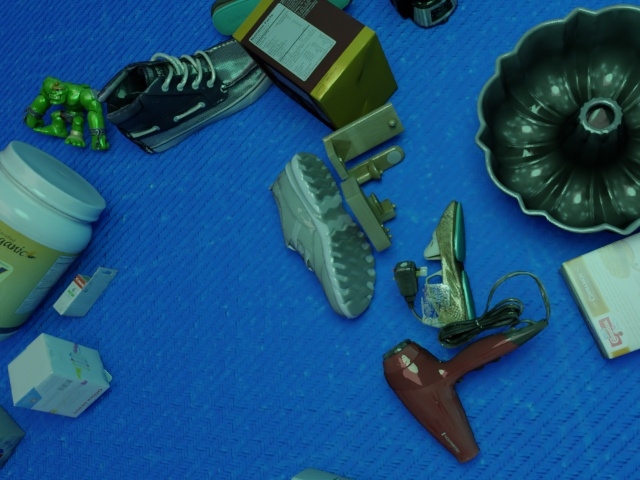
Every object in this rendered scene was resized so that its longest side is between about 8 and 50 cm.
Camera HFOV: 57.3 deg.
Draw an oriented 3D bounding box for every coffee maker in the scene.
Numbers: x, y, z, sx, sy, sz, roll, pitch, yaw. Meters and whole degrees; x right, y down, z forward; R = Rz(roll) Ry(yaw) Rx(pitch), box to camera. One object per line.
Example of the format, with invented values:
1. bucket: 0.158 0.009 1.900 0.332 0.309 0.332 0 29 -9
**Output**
1. coffee maker: 0.153 -0.459 0.948 0.120 0.178 0.171 -12 78 13

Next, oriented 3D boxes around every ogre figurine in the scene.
1. ogre figurine: -0.503 -0.258 1.170 0.197 0.097 0.118 24 105 36

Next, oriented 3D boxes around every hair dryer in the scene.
1. hair dryer: 0.191 0.178 0.825 0.224 0.080 0.293 8 106 33

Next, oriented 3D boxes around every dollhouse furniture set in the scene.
1. dollhouse furniture set: 0.099 -0.100 0.913 0.123 0.144 0.151 -27 36 11

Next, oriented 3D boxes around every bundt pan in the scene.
1. bundt pan: 0.394 -0.156 0.839 0.331 0.124 0.330 -4 77 18

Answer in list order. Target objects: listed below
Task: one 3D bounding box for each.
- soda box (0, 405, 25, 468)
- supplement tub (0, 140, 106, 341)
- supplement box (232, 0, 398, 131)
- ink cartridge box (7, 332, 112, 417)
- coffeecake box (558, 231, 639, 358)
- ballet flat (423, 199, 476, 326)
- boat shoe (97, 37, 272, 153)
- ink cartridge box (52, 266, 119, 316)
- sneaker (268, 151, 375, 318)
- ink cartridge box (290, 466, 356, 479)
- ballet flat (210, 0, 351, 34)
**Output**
1. soda box: -0.701 0.315 1.113 0.286 0.098 0.091 36 92 20
2. supplement tub: -0.567 0.001 1.062 0.228 0.228 0.316 41 93 21
3. supplement box: -0.002 -0.290 0.957 0.194 0.191 0.129 41 93 20
4. ink cartridge box: -0.452 0.241 1.031 0.092 0.143 0.090 -41 53 7
5. coffeecake box: 0.450 0.063 0.806 0.186 0.068 0.142 -24 73 12
6. ballet flat: 0.192 0.040 0.896 0.067 0.073 0.206 -9 74 25
7. boat shoe: -0.231 -0.285 1.047 0.341 0.158 0.127 -34 71 9
8. ink cartridge box: -0.434 0.089 1.089 0.029 0.063 0.115 39 92 19
9. sneaker: 0.000 0.000 0.967 0.115 0.105 0.281 -33 70 41
10. ink cartridge box: 0.049 0.437 0.851 0.209 0.087 0.152 7 81 20
11. ballet flat: -0.071 -0.450 1.065 0.281 0.095 0.096 -4 49 19
